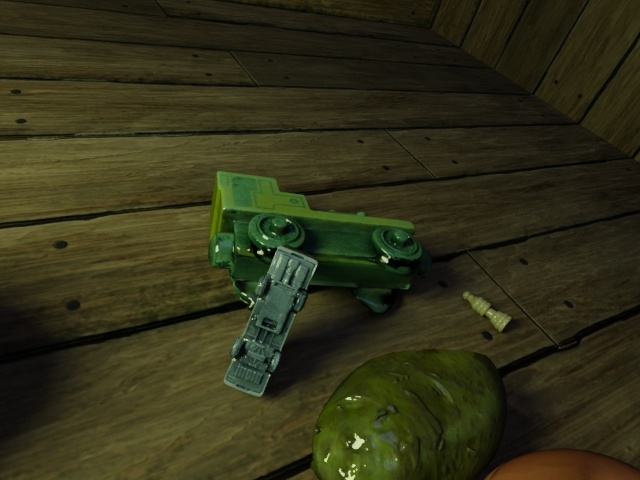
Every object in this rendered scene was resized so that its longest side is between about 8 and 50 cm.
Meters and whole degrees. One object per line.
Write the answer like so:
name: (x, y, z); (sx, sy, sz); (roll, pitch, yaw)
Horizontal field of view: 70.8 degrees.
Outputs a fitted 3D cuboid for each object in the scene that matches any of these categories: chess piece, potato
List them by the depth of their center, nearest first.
potato: (0.116, 0.220, 0.551); (0.298, 0.141, 0.176); (-10, 60, -40)
chess piece: (0.297, 0.124, 0.814); (0.035, 0.035, 0.092); (-23, 51, -40)

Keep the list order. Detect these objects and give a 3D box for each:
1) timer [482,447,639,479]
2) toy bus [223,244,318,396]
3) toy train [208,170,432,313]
timer: (0.244, 0.323, 0.424); (0.230, 0.214, 0.229); (14, 44, -14)
toy bus: (-0.064, 0.099, 0.583); (0.064, 0.190, 0.075); (22, 8, -3)
toy train: (0.000, 0.000, 0.759); (0.369, 0.150, 0.237); (6, 35, -18)
